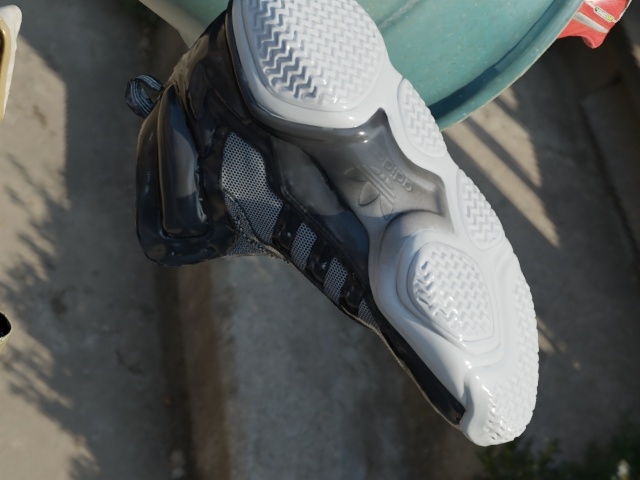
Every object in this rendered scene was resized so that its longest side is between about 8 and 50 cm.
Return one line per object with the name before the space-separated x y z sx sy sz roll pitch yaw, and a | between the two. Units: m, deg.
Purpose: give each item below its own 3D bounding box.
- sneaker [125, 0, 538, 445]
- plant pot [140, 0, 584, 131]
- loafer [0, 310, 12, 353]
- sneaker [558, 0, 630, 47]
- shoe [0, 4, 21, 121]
sneaker | 0.000 0.000 0.700 0.268 0.153 0.101 60 35 -4
plant pot | -0.044 -0.269 0.771 0.334 0.341 0.341 28 35 -44
loafer | -0.280 0.036 0.948 0.148 0.050 0.056 38 40 -32
sneaker | 0.170 -0.222 1.241 0.279 0.118 0.107 1 39 -22
shoe | -0.407 -0.193 1.606 0.076 0.219 0.058 27 38 -3
